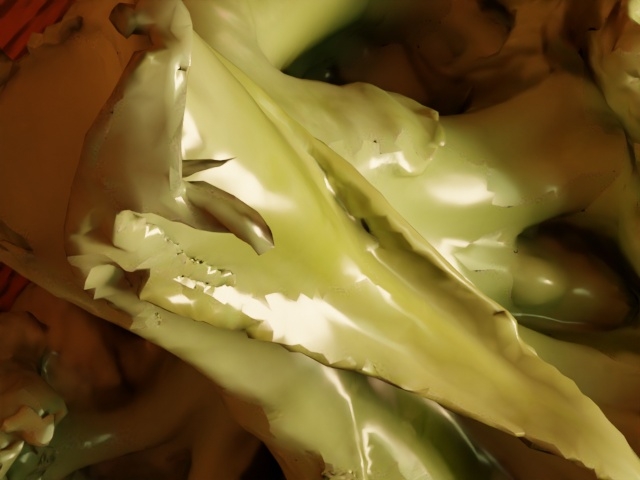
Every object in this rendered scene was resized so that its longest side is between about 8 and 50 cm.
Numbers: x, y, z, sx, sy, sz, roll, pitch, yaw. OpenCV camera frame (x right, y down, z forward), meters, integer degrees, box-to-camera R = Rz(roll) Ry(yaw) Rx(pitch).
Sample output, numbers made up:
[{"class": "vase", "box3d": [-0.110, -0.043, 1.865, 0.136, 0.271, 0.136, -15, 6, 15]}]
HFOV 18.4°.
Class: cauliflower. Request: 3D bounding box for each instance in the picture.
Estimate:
[{"class": "cauliflower", "box3d": [0.000, 0.012, 0.574, 0.281, 0.260, 0.327, 18, 54, -31]}]
